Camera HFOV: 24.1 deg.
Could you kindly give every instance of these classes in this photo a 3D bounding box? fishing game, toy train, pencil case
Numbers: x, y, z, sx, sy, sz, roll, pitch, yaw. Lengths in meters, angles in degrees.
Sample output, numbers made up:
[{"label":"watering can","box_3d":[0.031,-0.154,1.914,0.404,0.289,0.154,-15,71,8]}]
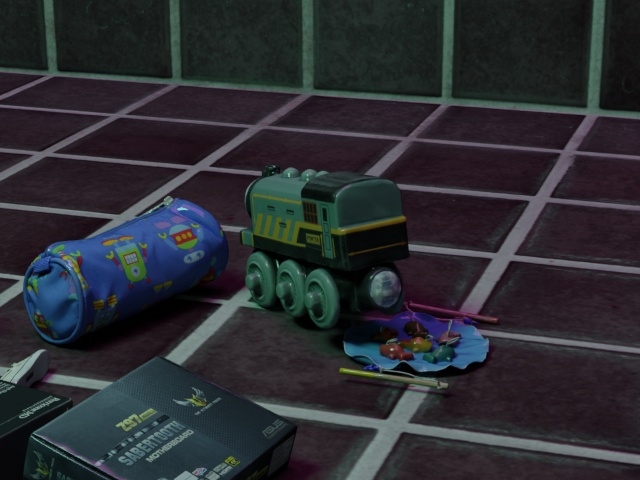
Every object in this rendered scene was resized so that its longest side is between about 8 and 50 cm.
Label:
[{"label":"fishing game","box_3d":[0.120,0.120,1.891,0.189,0.041,0.264,9,19,23]},{"label":"toy train","box_3d":[0.000,0.000,1.965,0.142,0.190,0.334,-10,11,-27]},{"label":"pencil case","box_3d":[-0.255,0.033,1.996,0.119,0.133,0.306,-17,5,41]}]

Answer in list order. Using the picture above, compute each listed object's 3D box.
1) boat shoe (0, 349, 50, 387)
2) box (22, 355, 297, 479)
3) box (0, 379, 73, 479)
[{"label":"boat shoe","box_3d":[-0.356,0.157,1.790,0.035,0.035,0.100,8,27,15]},{"label":"box","box_3d":[-0.157,0.212,1.520,0.183,0.059,0.232,24,26,21]},{"label":"box","box_3d":[-0.395,0.224,1.482,0.184,0.103,0.261,9,20,30]}]
